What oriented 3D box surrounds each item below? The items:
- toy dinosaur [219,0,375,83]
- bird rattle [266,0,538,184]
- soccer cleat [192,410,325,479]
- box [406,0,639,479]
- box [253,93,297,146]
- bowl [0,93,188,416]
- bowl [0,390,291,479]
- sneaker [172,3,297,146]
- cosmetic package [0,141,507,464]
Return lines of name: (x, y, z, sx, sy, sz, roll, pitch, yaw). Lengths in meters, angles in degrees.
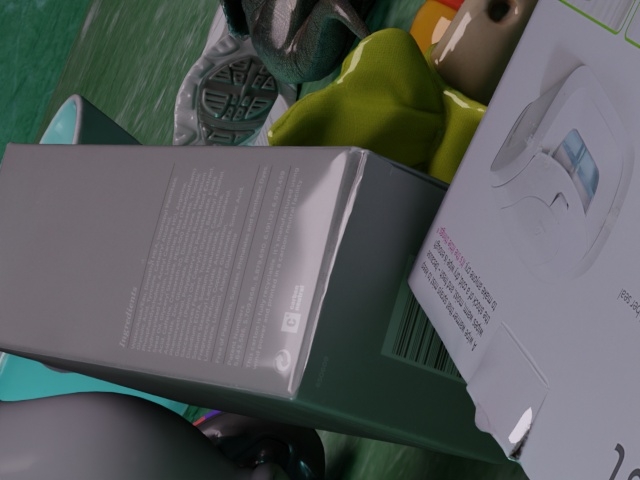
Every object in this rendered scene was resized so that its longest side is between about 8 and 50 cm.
toy dinosaur: (-0.007, -0.180, 1.199, 0.160, 0.121, 0.313, -62, 38, 21)
bird rattle: (0.080, -0.108, 0.796, 0.207, 0.143, 0.253, 116, 178, -87)
soccer cleat: (-0.091, 0.189, 1.003, 0.116, 0.108, 0.318, -85, 20, -54)
box: (0.146, -0.024, 0.466, 0.231, 0.126, 0.262, -66, 17, 12)
box: (0.008, -0.014, 0.930, 0.087, 0.101, 0.102, -63, 18, 17)
bowl: (-0.179, 0.054, 1.328, 0.311, 0.163, 0.311, -56, 22, 36)
bowl: (-0.058, 0.187, 0.737, 0.134, 0.298, 0.298, -21, 28, 4)
sneaker: (-0.063, -0.135, 1.360, 0.115, 0.090, 0.232, 125, 167, -66)
cosmetic package: (-0.035, 0.021, 0.699, 0.238, 0.127, 0.107, 9, 81, 46)
